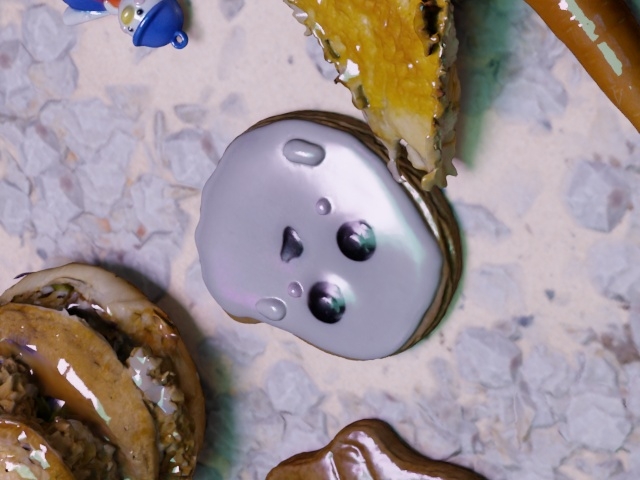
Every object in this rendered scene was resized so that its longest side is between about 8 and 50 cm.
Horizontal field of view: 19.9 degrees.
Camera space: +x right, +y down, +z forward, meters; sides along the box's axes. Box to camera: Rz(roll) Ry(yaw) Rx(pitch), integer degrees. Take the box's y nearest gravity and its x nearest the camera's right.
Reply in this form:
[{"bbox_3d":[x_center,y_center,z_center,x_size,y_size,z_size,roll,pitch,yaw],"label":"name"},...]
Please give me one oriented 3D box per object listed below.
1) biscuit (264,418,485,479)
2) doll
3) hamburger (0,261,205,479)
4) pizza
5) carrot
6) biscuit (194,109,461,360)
[{"bbox_3d":[0.049,0.274,1.385,0.257,0.049,0.273,36,119,16],"label":"biscuit"},{"bbox_3d":[-0.153,-0.186,1.343,0.143,0.057,0.099,39,121,7],"label":"doll"},{"bbox_3d":[-0.212,0.155,1.398,0.260,0.211,0.245,-32,96,40],"label":"hamburger"},{"bbox_3d":[0.033,-0.175,1.212,0.189,0.071,0.297,-26,91,56],"label":"pizza"},{"bbox_3d":[0.154,-0.161,1.165,0.069,0.069,0.336,-34,91,34],"label":"carrot"},{"bbox_3d":[0.000,0.000,1.320,0.208,0.049,0.181,23,118,24],"label":"biscuit"}]
